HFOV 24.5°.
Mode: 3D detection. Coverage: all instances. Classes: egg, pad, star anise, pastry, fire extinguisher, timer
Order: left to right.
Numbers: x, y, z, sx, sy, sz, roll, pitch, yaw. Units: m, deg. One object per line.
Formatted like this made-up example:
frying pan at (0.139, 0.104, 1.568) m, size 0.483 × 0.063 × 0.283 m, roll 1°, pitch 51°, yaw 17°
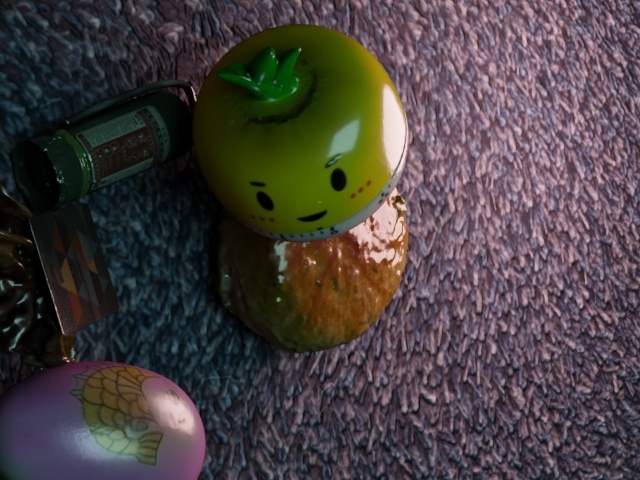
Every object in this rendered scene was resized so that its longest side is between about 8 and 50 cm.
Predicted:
star anise at (-0.357, 0.051, 1.667) m, size 0.126 × 0.190 × 0.220 m, roll -18°, pitch 110°, yaw 1°
pad at (-0.285, 0.031, 1.725) m, size 0.211 × 0.003 × 0.143 m, roll -38°, pitch 112°, yaw -78°
egg at (-0.264, 0.240, 1.734) m, size 0.271 × 0.196 × 0.196 m, roll -3°, pitch 95°, yaw -38°
fire extinguisher at (-0.231, -0.127, 1.807) m, size 0.294 × 0.093 × 0.118 m, roll -27°, pitch 114°, yaw -39°
timer at (-0.038, -0.152, 1.758) m, size 0.285 × 0.285 × 0.285 m, roll -3°, pitch 95°, yaw -43°
pastry at (0.000, 0.000, 2.001) m, size 0.330 × 0.136 × 0.329 m, roll -2°, pitch 93°, yaw -44°
